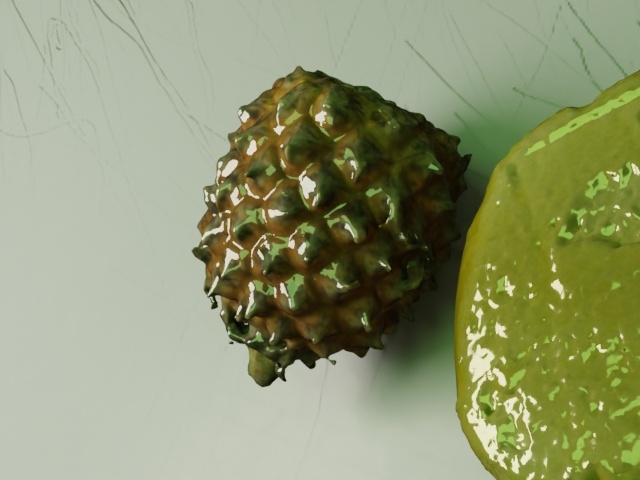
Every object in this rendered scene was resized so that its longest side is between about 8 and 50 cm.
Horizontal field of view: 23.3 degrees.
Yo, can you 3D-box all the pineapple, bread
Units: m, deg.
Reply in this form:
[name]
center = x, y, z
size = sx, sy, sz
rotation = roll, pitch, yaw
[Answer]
[pineapple]
center = 0.000, 0.000, 0.939
size = 0.166, 0.166, 0.193
rotation = 29, 99, 44
[bread]
center = 0.193, 0.039, 0.760
size = 0.270, 0.148, 0.270
rotation = -16, 59, 29
